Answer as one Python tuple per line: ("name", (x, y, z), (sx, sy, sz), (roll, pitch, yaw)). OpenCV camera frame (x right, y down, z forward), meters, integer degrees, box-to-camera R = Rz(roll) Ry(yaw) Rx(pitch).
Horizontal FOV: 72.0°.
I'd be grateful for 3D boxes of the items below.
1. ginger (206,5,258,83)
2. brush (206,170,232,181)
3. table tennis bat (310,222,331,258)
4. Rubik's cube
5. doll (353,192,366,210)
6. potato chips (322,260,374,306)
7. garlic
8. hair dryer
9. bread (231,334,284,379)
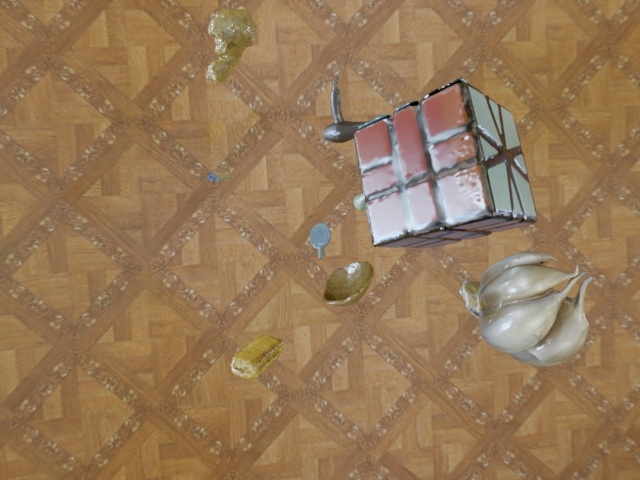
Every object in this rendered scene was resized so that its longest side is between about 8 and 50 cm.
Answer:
("ginger", (-0.200, -0.414, 0.924), (0.096, 0.067, 0.165), (18, 109, -51))
("brush", (-0.356, -0.224, 1.559), (0.033, 0.178, 0.030), (32, 99, 2))
("table tennis bat", (0.000, 0.000, 1.855), (0.100, 0.019, 0.154), (-11, 72, 29))
("Rubik's cube", (0.278, -0.145, 0.981), (0.289, 0.284, 0.293), (-1, 80, -48))
("doll", (0.202, -0.101, 1.247), (0.214, 0.103, 0.071), (15, 49, -3))
("potato chips", (0.088, 0.145, 1.373), (0.195, 0.208, 0.061), (-44, 110, -21))
("garlic", (0.460, 0.151, 0.979), (0.210, 0.292, 0.237), (19, 76, -20))
("hair dryer", (0.099, -0.539, 1.797), (0.236, 0.091, 0.271), (-2, 114, 31))
("bread", (-0.214, 0.401, 1.520), (0.114, 0.211, 0.083), (6, 106, 24))
